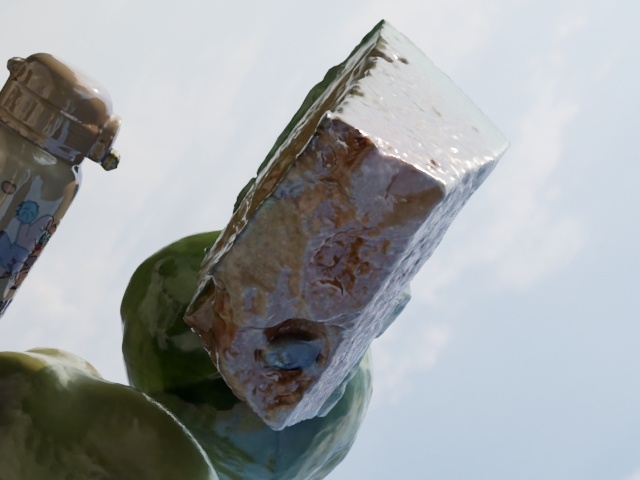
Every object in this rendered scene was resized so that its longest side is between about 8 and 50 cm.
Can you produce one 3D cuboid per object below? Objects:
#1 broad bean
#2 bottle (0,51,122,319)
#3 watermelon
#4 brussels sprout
[{"bbox_3d":[-0.183,0.193,1.106,0.189,0.263,0.121,-53,156,3],"label":"broad bean"},{"bbox_3d":[-0.228,-0.035,1.085,0.209,0.110,0.097,-56,-167,7],"label":"bottle"},{"bbox_3d":[0.013,0.006,1.048,0.264,0.151,0.302,-53,-173,20],"label":"watermelon"},{"bbox_3d":[-0.062,0.122,1.320,0.219,0.271,0.210,-11,-144,-3],"label":"brussels sprout"}]
